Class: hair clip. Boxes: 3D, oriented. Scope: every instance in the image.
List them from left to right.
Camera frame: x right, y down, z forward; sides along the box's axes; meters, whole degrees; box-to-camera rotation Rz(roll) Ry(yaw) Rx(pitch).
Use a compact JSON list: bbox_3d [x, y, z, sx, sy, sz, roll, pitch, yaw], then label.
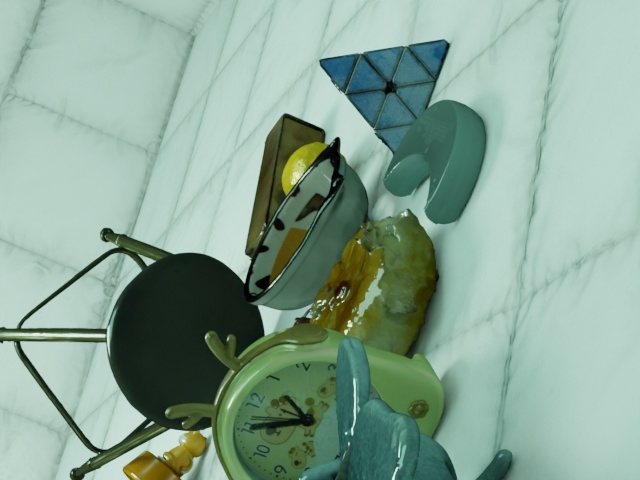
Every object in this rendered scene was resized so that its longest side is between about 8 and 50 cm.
[{"bbox_3d":[0.071,0.302,1.293,0.392,0.238,0.318,-61,17,20],"label":"hair clip"}]

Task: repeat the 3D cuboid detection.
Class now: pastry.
[{"bbox_3d":[0.061,0.087,1.803,0.236,0.121,0.257,-52,22,42],"label":"pastry"}]

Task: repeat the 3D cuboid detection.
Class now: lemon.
[{"bbox_3d":[-0.009,-0.108,2.288,0.155,0.114,0.114,121,165,-65],"label":"lemon"}]

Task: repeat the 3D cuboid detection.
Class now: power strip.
[{"bbox_3d":[0.164,-0.119,1.872,0.167,0.054,0.253,-62,18,8],"label":"power strip"}]

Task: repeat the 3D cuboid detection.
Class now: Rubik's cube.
[{"bbox_3d":[0.117,-0.272,2.089,0.178,0.190,0.211,-44,28,15],"label":"Rubik's cube"}]

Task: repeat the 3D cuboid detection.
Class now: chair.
[{"bbox_3d":[-0.333,0.194,2.405,0.365,0.362,0.410,-41,16,-32],"label":"chair"}]

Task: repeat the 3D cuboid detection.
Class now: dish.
[{"bbox_3d":[0.000,0.000,2.078,0.303,0.120,0.303,-53,16,22],"label":"dish"}]

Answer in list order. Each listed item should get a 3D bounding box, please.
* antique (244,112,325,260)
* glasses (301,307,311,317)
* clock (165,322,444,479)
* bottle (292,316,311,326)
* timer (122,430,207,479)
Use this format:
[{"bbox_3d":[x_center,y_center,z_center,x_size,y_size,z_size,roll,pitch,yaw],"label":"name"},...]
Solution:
[{"bbox_3d":[-0.066,-0.092,2.469,0.087,0.093,0.310,-49,24,46],"label":"antique"},{"bbox_3d":[0.008,0.170,2.027,0.104,0.063,0.140,20,88,51],"label":"glasses"},{"bbox_3d":[-0.023,0.205,1.584,0.235,0.308,0.096,-62,19,16],"label":"clock"},{"bbox_3d":[0.006,0.140,1.938,0.063,0.101,0.047,-69,16,-8],"label":"bottle"},{"bbox_3d":[-0.270,0.414,2.453,0.152,0.132,0.132,-47,11,-17],"label":"timer"}]
